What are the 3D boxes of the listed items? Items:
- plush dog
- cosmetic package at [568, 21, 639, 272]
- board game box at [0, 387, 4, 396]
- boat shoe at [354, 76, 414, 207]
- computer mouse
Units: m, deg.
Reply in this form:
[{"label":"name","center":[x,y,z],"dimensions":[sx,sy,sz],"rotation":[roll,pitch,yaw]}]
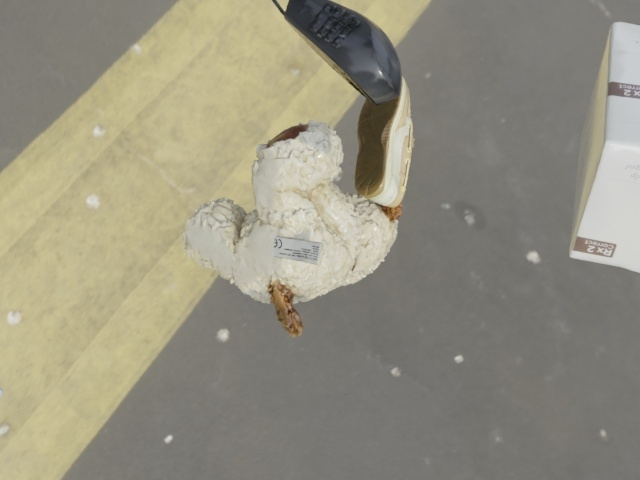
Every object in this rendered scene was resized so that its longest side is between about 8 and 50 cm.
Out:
[{"label":"plush dog","center":[0.000,0.000,1.211],"dimensions":[0.225,0.262,0.210],"rotation":[-9,65,-46]},{"label":"cosmetic package","center":[0.325,-0.082,0.942],"dimensions":[0.151,0.151,0.184],"rotation":[10,47,8]},{"label":"board game box","center":[-0.442,0.091,0.818],"dimensions":[0.303,0.097,0.224],"rotation":[53,37,-12]},{"label":"boat shoe","center":[0.064,-0.093,0.952],"dimensions":[0.045,0.050,0.135],"rotation":[33,59,-40]},{"label":"computer mouse","center":[-0.016,-0.178,0.750],"dimensions":[0.242,0.041,0.071],"rotation":[46,6,32]}]
